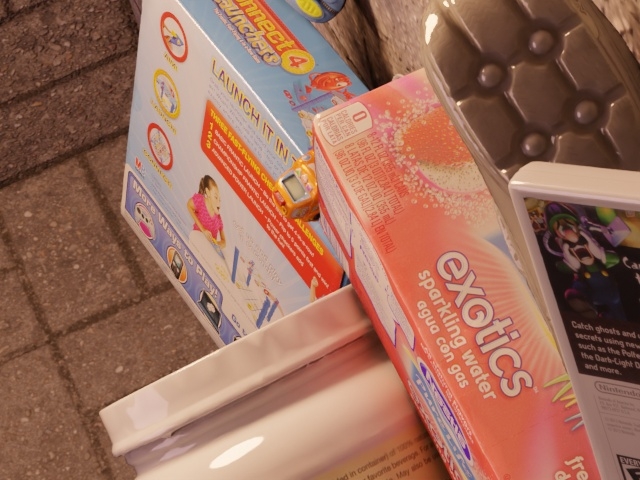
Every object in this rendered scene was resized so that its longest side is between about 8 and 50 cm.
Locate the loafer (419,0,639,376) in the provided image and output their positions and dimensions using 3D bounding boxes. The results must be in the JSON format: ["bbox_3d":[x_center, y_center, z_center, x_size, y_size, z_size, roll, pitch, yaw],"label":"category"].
[{"bbox_3d":[0.150,0.009,0.892,0.319,0.112,0.111,64,-166,-5],"label":"loafer"}]

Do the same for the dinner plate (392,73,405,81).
[{"bbox_3d":[0.090,-0.061,1.423,0.141,0.017,0.141,63,174,13],"label":"dinner plate"}]

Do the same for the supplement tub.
[{"bbox_3d":[0.020,0.208,1.207,0.325,0.235,0.235,63,173,2],"label":"supplement tub"}]

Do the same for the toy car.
[{"bbox_3d":[0.000,0.000,1.357,0.060,0.040,0.122,-30,82,62],"label":"toy car"}]

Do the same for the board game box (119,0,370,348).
[{"bbox_3d":[-0.043,-0.032,1.553,0.308,0.086,0.302,52,149,28],"label":"board game box"}]

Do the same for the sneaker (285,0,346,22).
[{"bbox_3d":[-0.024,-0.250,1.506,0.188,0.067,0.078,60,-167,25],"label":"sneaker"}]

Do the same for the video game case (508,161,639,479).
[{"bbox_3d":[0.175,0.052,0.753,0.190,0.022,0.173,9,130,43],"label":"video game case"}]

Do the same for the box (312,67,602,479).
[{"bbox_3d":[0.120,0.054,1.058,0.154,0.142,0.300,82,162,-68],"label":"box"}]
